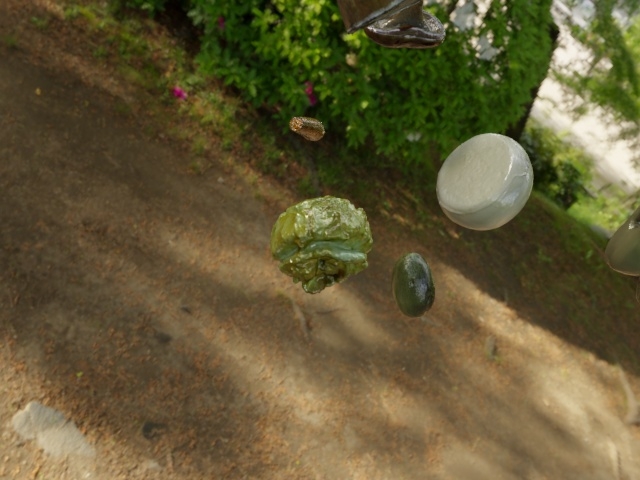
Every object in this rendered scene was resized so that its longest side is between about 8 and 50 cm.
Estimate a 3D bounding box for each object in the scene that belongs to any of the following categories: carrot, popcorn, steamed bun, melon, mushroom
[{"bbox_3d":[-0.033,-0.271,1.620,0.055,0.055,0.161,50,13,11],"label":"carrot"},{"bbox_3d":[0.000,0.000,1.459,0.204,0.221,0.184,48,29,-46],"label":"popcorn"},{"bbox_3d":[0.471,-0.153,1.903,0.177,0.283,0.283,34,31,-37],"label":"steamed bun"},{"bbox_3d":[0.206,0.099,1.511,0.099,0.099,0.162,-68,151,-55],"label":"melon"},{"bbox_3d":[0.230,-0.611,1.748,0.227,0.217,0.148,-8,53,-14],"label":"mushroom"}]

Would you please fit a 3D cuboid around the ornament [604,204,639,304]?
[{"bbox_3d":[0.623,0.036,1.240,0.230,0.245,0.061,15,34,-21],"label":"ornament"}]

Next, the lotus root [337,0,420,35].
[{"bbox_3d":[0.118,-0.473,1.149,0.192,0.272,0.272,58,29,-17],"label":"lotus root"}]
